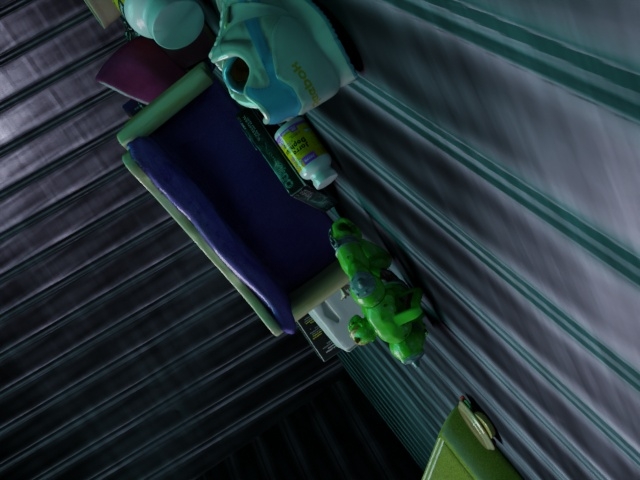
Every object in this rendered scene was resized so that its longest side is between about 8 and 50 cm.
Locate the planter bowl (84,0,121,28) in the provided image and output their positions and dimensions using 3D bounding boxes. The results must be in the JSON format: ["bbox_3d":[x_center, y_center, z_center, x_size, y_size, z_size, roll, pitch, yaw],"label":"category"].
[{"bbox_3d":[-0.449,-0.536,2.111,0.162,0.109,0.162,56,174,8],"label":"planter bowl"}]

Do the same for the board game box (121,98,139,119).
[{"bbox_3d":[-0.290,-0.260,2.026,0.141,0.170,0.048,52,175,29],"label":"board game box"}]

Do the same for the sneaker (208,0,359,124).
[{"bbox_3d":[-0.055,-0.174,0.872,0.087,0.092,0.228,58,176,-35],"label":"sneaker"}]

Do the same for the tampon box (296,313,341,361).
[{"bbox_3d":[0.005,0.150,2.129,0.161,0.120,0.101,57,174,-7],"label":"tampon box"}]

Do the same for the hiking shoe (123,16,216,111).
[{"bbox_3d":[-0.238,-0.304,1.639,0.113,0.132,0.304,-130,31,-58],"label":"hiking shoe"}]

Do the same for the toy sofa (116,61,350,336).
[{"bbox_3d":[-0.103,-0.054,1.386,0.362,0.150,0.177,51,-174,-20],"label":"toy sofa"}]

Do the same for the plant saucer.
[{"bbox_3d":[0.208,0.371,1.494,0.188,0.045,0.188,51,135,46],"label":"plant saucer"}]

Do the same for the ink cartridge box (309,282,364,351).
[{"bbox_3d":[0.025,0.117,1.876,0.154,0.093,0.212,51,176,0],"label":"ink cartridge box"}]

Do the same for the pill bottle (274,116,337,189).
[{"bbox_3d":[-0.015,-0.102,1.205,0.083,0.043,0.043,55,175,11],"label":"pill bottle"}]

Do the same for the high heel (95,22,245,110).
[{"bbox_3d":[-0.164,-0.146,1.523,0.377,0.181,0.127,56,175,1],"label":"high heel"}]

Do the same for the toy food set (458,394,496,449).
[{"bbox_3d":[0.216,0.250,1.393,0.082,0.020,0.083,51,173,46],"label":"toy food set"}]

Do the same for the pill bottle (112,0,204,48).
[{"bbox_3d":[-0.229,-0.338,1.375,0.184,0.103,0.103,52,174,37],"label":"pill bottle"}]

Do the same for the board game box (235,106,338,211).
[{"bbox_3d":[-0.040,-0.101,1.309,0.126,0.026,0.186,55,-172,12],"label":"board game box"}]

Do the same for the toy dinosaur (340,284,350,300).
[{"bbox_3d":[0.030,0.043,1.630,0.092,0.053,0.183,56,175,19],"label":"toy dinosaur"}]

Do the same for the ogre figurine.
[{"bbox_3d":[0.075,0.071,1.222,0.118,0.097,0.197,-95,-8,-63],"label":"ogre figurine"}]
